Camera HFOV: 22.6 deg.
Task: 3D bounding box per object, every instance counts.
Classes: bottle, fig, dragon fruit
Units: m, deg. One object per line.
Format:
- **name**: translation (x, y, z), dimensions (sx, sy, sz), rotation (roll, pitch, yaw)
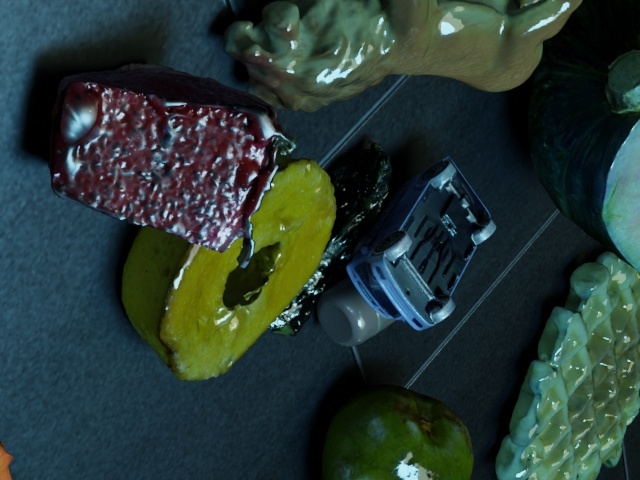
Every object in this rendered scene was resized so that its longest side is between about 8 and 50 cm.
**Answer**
- **bottle**: translation (0.058, 0.037, 1.326), dimensions (0.140, 0.053, 0.053), rotation (-32, 138, -38)
- **fig**: translation (0.041, 0.195, 1.403), dimensions (0.133, 0.185, 0.126), rotation (-10, 81, -48)
- **dragon fruit**: translation (-0.100, -0.057, 0.997), dimensions (0.147, 0.096, 0.102), rotation (17, 99, -14)

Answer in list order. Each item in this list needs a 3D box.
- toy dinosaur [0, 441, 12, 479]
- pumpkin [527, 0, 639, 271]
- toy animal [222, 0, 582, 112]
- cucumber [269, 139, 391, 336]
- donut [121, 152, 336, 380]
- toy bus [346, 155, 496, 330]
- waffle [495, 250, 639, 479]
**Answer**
- **toy dinosaur**: translation (-0.193, 0.247, 1.076), dimensions (0.070, 0.117, 0.288), rotation (-33, 136, -38)
- **pumpkin**: translation (0.292, -0.139, 1.394), dimensions (0.263, 0.197, 0.293), rotation (20, 105, -45)
- **toy animal**: translation (0.075, -0.154, 1.118), dimensions (0.312, 0.097, 0.157), rotation (-2, 134, -36)
- **cucumber**: translation (0.000, 0.000, 1.225), dimensions (0.181, 0.053, 0.053), rotation (-57, 148, -12)
- **donut**: translation (-0.067, 0.009, 1.122), dimensions (0.178, 0.065, 0.162), rotation (-44, 149, -27)
- **toy bus**: translation (0.075, 0.008, 1.253), dimensions (0.073, 0.076, 0.167), rotation (54, 37, -14)
- **waffle**: translation (0.292, 0.147, 1.738), dimensions (0.292, 0.056, 0.309), rotation (-6, 118, -53)
